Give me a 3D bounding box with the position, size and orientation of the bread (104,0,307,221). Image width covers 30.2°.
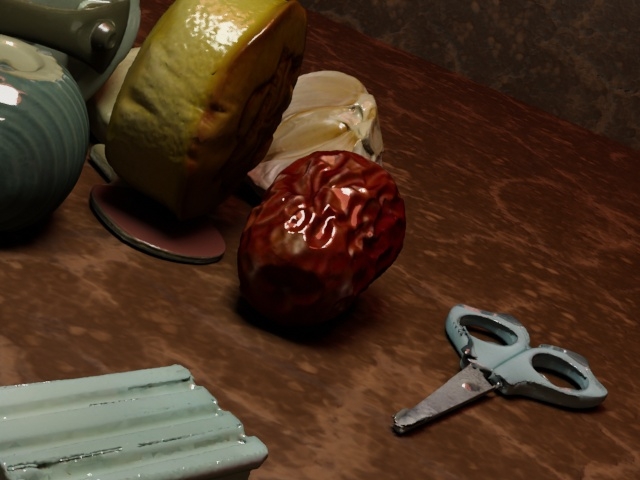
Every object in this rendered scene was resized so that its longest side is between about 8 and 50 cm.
[{"bbox_3d":[-0.115,-0.150,1.259,0.148,0.270,0.270,28,19,4],"label":"bread"}]

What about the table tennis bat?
[{"bbox_3d":[-0.194,-0.040,1.288,0.138,0.022,0.246,8,25,-38],"label":"table tennis bat"}]

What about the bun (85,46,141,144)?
[{"bbox_3d":[-0.195,-0.174,1.474,0.222,0.127,0.222,18,17,-6],"label":"bun"}]

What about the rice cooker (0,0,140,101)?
[{"bbox_3d":[-0.386,-0.302,1.318,0.335,0.335,0.325,6,25,-38],"label":"rice cooker"}]

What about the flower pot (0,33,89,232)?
[{"bbox_3d":[-0.315,-0.107,1.124,0.189,0.157,0.243,13,19,-20],"label":"flower pot"}]

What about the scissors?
[{"bbox_3d":[0.159,0.136,1.176,0.191,0.029,0.360,32,21,24],"label":"scissors"}]

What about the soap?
[{"bbox_3d":[-0.143,0.143,0.778,0.198,0.063,0.114,0,31,-48],"label":"soap"}]

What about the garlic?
[{"bbox_3d":[-0.001,-0.102,1.485,0.178,0.143,0.229,-10,52,15],"label":"garlic"}]

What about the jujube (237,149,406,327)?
[{"bbox_3d":[0.000,0.000,1.193,0.155,0.155,0.230,24,28,5],"label":"jujube"}]
